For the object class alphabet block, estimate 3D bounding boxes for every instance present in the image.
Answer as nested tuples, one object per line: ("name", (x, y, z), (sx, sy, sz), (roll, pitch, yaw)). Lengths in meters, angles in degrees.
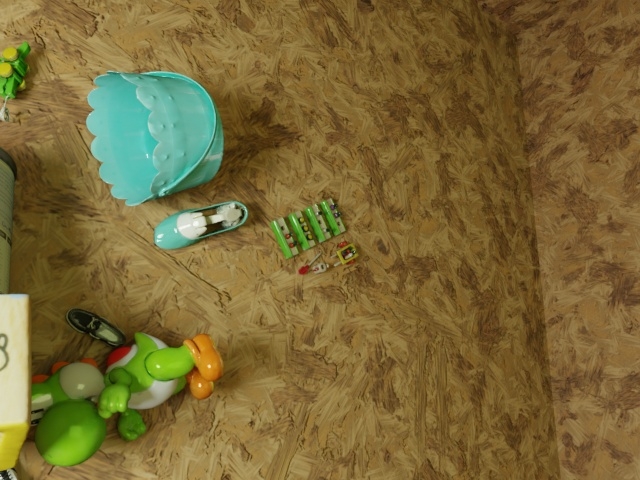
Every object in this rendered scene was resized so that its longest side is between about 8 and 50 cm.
("alphabet block", (-0.517, 0.205, 0.718), (0.192, 0.193, 0.197), (3, 51, -34))

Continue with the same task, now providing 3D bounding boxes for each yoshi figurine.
("yoshi figurine", (-0.362, 0.302, 0.956), (0.362, 0.203, 0.204), (-9, 100, -31))

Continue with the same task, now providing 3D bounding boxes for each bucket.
("bucket", (-0.351, -0.225, 1.112), (0.183, 0.281, 0.281), (-20, 89, -45))

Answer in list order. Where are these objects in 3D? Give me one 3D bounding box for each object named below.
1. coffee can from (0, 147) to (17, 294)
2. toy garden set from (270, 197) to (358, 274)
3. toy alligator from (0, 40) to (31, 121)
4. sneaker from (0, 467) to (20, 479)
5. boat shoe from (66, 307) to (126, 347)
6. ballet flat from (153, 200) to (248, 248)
("coffee can", (-0.603, -0.009, 0.822), (0.201, 0.201, 0.275), (8, 58, -38))
("toy garden set", (0.000, 0.000, 1.467), (0.244, 0.049, 0.204), (-26, 93, -42))
("toy alligator", (-0.635, -0.324, 1.045), (0.051, 0.056, 0.190), (2, 69, 5))
("sneaker", (-0.533, 0.404, 0.881), (0.040, 0.043, 0.109), (-30, 94, -40))
("boat shoe", (-0.447, 0.174, 1.036), (0.125, 0.038, 0.046), (43, 52, -21))
("ballet flat", (-0.274, -0.047, 1.226), (0.247, 0.087, 0.083), (-22, 90, -42))
